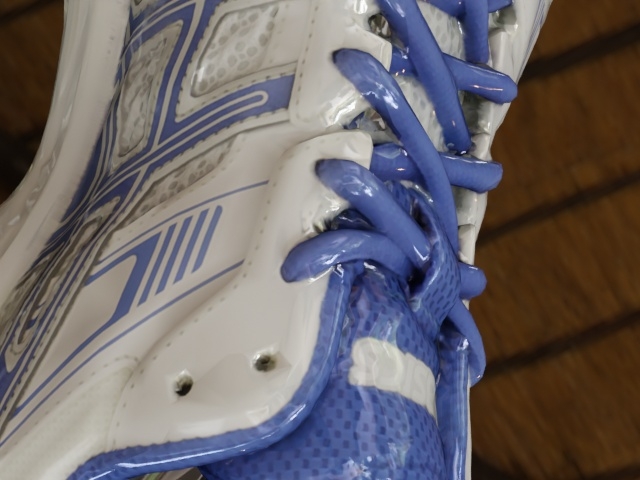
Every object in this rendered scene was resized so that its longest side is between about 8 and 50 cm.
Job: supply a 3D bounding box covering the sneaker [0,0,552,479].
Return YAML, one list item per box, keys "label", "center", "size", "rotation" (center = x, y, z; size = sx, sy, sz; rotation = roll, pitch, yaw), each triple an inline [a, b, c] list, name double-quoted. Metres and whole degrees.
- label: "sneaker"
  center: [0.000, 0.000, 0.377]
  size: [0.131, 0.112, 0.296]
  rotation: [32, -87, 48]
